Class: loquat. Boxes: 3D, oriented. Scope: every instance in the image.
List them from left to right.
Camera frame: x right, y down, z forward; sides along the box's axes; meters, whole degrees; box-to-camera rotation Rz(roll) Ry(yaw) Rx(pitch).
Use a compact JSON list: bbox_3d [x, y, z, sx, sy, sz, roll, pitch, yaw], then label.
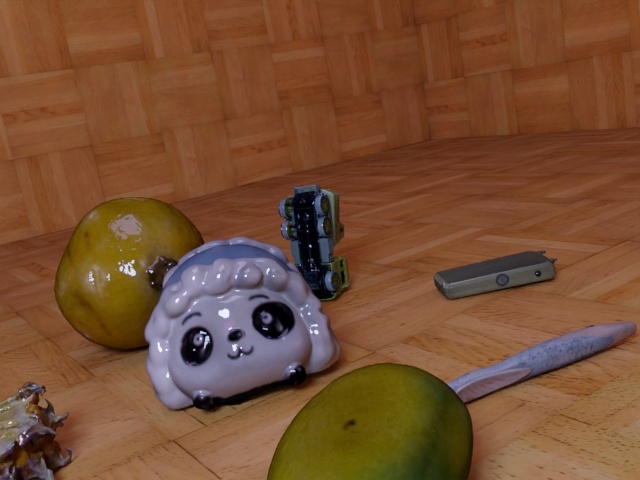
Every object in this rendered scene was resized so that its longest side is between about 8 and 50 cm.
[{"bbox_3d":[-0.246,0.046,0.948,0.213,0.213,0.246,-18,9,-34],"label":"loquat"}]

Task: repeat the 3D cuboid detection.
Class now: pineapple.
[{"bbox_3d":[-0.293,0.189,0.637,0.116,0.069,0.137,-10,14,-6],"label":"pineapple"}]

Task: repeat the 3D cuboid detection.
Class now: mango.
[{"bbox_3d":[0.028,0.157,0.477,0.137,0.091,0.237,-11,10,26],"label":"mango"}]

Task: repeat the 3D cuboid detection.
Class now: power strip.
[{"bbox_3d":[0.244,0.046,0.960,0.169,0.028,0.076,-12,12,-1],"label":"power strip"}]

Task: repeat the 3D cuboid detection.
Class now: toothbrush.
[{"bbox_3d":[0.147,0.131,0.645,0.375,0.028,0.037,-15,19,-21],"label":"toothbrush"}]

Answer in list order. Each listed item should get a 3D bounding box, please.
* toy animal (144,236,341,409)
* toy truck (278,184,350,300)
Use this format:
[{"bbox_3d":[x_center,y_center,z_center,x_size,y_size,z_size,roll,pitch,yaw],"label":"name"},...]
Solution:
[{"bbox_3d":[-0.096,0.082,0.775,0.208,0.156,0.204,-15,9,-5],"label":"toy animal"},{"bbox_3d":[0.000,0.000,1.049,0.077,0.169,0.100,-6,6,28],"label":"toy truck"}]
